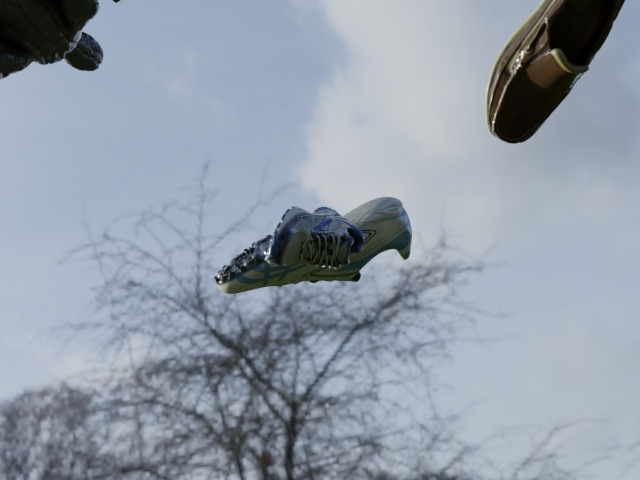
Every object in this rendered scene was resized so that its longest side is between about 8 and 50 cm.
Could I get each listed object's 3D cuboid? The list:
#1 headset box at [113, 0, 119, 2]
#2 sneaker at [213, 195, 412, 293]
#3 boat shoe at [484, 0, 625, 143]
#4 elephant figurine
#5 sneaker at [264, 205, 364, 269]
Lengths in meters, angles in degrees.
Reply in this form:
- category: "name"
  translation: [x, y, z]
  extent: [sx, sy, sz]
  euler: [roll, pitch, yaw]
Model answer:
- category: "headset box"
  translation: [-0.238, -0.440, 1.226]
  extent: [0.246, 0.131, 0.283]
  euler: [-24, -43, 35]
- category: "sneaker"
  translation: [-0.005, 0.022, 1.234]
  extent: [0.237, 0.086, 0.085]
  euler: [-19, 14, -3]
- category: "boat shoe"
  translation: [0.264, -0.213, 1.204]
  extent: [0.095, 0.095, 0.257]
  euler: [17, -60, -12]
- category: "elephant figurine"
  translation: [-0.280, -0.229, 0.986]
  extent: [0.169, 0.186, 0.239]
  euler: [-18, -56, 39]
- category: "sneaker"
  translation: [0.000, 0.000, 0.968]
  extent: [0.135, 0.058, 0.052]
  euler: [-21, -46, -60]
